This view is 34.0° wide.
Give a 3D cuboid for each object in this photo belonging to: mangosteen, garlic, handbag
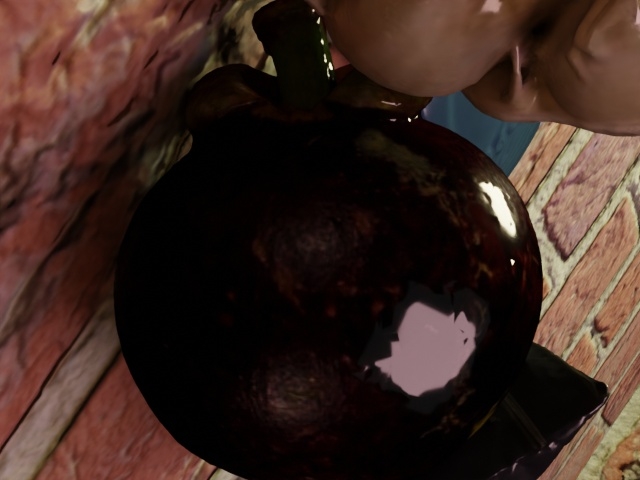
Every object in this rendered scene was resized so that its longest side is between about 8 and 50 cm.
[{"bbox_3d":[0.000,0.000,0.555,0.228,0.228,0.265,-7,93,-57],"label":"mangosteen"},{"bbox_3d":[0.048,-0.148,0.431,0.281,0.184,0.203,62,21,-26],"label":"garlic"},{"bbox_3d":[0.070,0.130,0.678,0.211,0.089,0.254,-41,-173,1],"label":"handbag"}]

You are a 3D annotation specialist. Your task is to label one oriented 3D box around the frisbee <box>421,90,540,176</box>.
[{"bbox_3d":[0.136,-0.111,0.773,0.289,0.049,0.289,-45,151,-35],"label":"frisbee"}]
